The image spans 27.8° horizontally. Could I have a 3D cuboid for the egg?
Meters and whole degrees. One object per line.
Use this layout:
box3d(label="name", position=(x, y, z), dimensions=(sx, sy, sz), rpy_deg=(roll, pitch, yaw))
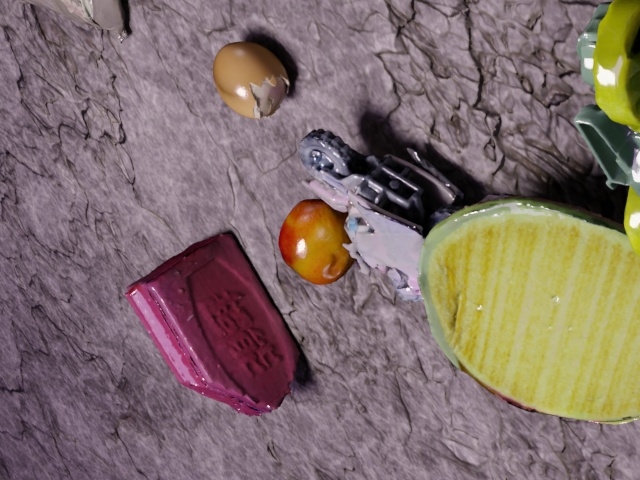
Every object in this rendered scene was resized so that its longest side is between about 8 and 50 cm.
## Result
box3d(label="egg", position=(-0.083, -0.186, 1.482), dimensions=(0.096, 0.080, 0.080), rpy_deg=(36, 143, 23))

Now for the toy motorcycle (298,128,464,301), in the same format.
box3d(label="toy motorcycle", position=(0.075, -0.005, 1.408), dimensions=(0.239, 0.108, 0.204), rpy_deg=(48, 158, 29))

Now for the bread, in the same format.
box3d(label="bread", position=(0.236, 0.070, 1.265), dimensions=(0.301, 0.045, 0.301), rpy_deg=(18, 139, 16))

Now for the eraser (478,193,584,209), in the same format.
box3d(label="eraser", position=(0.213, -0.014, 1.297), dimensions=(0.122, 0.029, 0.052), rpy_deg=(12, 128, 48))

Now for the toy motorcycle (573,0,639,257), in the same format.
box3d(label="toy motorcycle", position=(0.298, -0.103, 0.910), dimensions=(0.191, 0.200, 0.326), rpy_deg=(16, 160, 44))

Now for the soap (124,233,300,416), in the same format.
box3d(label="soap", position=(-0.135, 0.128, 1.773), dimensions=(0.099, 0.162, 0.250), rpy_deg=(-18, 106, 51))

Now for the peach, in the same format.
box3d(label="peach", position=(0.001, -0.001, 1.534), dimensions=(0.100, 0.100, 0.101), rpy_deg=(33, 142, 31))

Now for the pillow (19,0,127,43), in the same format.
box3d(label="pillow", position=(-0.354, -0.354, 1.707), dimensions=(0.255, 0.059, 0.169), rpy_deg=(24, 140, 38))
